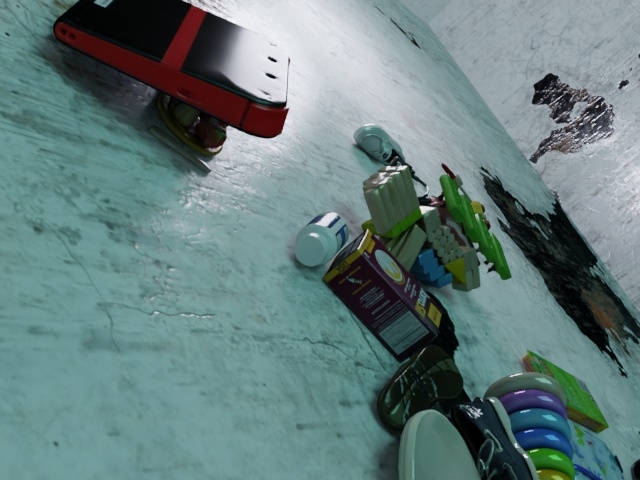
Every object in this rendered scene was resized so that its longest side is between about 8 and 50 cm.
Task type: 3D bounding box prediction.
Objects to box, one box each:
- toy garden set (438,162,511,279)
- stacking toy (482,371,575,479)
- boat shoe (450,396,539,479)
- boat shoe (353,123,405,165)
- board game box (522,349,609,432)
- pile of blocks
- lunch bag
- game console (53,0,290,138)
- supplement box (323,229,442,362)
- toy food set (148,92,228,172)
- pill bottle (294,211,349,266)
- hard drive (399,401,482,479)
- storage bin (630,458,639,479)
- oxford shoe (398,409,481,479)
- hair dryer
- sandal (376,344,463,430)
[{"bbox_3d":[0.302,-0.050,1.697,0.244,0.049,0.204,46,25,-35],"label":"toy garden set"},{"bbox_3d":[0.340,0.371,1.261,0.141,0.141,0.330,37,33,-27],"label":"stacking toy"},{"bbox_3d":[0.258,0.324,1.193,0.079,0.095,0.255,-5,34,-8],"label":"boat shoe"},{"bbox_3d":[0.140,-0.211,1.875,0.184,0.066,0.063,30,27,-57],"label":"boat shoe"},{"bbox_3d":[0.526,0.326,1.754,0.259,0.039,0.124,33,27,-40],"label":"board game box"},{"bbox_3d":[0.171,0.001,1.572,0.112,0.149,0.362,9,-29,51],"label":"pile of blocks"},{"bbox_3d":[0.457,0.414,1.430,0.219,0.090,0.176,35,29,-27],"label":"lunch bag"},{"bbox_3d":[-0.207,-0.296,1.267,0.341,0.060,0.387,21,25,-12],"label":"game console"},{"bbox_3d":[0.103,0.088,1.310,0.188,0.080,0.104,47,23,-6],"label":"supplement box"},{"bbox_3d":[-0.182,-0.203,1.262,0.128,0.071,0.218,39,25,-22],"label":"toy food set"},{"bbox_3d":[0.000,0.000,1.278,0.067,0.067,0.120,48,23,-1],"label":"pill bottle"},{"bbox_3d":[0.170,0.302,1.118,0.094,0.022,0.135,-26,85,-53],"label":"hard drive"},{"bbox_3d":[0.740,0.523,1.719,0.084,0.122,0.180,47,23,-4],"label":"storage bin"},{"bbox_3d":[0.200,0.387,0.933,0.169,0.130,0.450,28,33,-33],"label":"oxford shoe"},{"bbox_3d":[0.232,-0.037,1.745,0.293,0.080,0.224,41,27,-13],"label":"hair dryer"},{"bbox_3d":[0.141,0.222,1.206,0.219,0.060,0.090,-28,88,-51],"label":"sandal"}]
